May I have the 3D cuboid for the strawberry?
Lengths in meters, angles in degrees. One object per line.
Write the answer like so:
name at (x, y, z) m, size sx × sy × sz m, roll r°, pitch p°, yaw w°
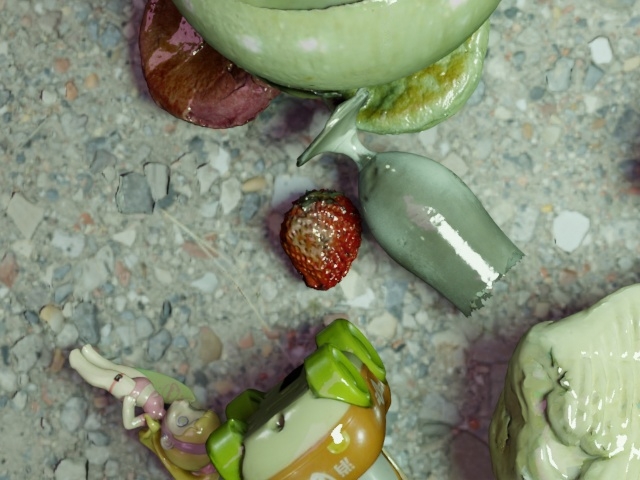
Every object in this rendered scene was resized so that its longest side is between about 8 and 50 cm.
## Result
strawberry at (0.000, 0.000, 1.475) m, size 0.083 × 0.083 × 0.096 m, roll 7°, pitch 102°, yaw 15°

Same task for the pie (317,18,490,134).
pie at (0.073, -0.192, 1.487) m, size 0.186 × 0.041 × 0.187 m, roll -1°, pitch 85°, yaw 15°

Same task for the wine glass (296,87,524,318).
wine glass at (0.087, -0.034, 1.429) m, size 0.222 × 0.103 × 0.103 m, roll 44°, pitch 97°, yaw 0°

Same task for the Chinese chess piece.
Chinese chess piece at (0.018, -0.301, 1.406) m, size 0.349 × 0.146 × 0.349 m, roll -4°, pitch 63°, yaw 8°

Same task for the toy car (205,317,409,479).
toy car at (0.025, 0.204, 1.391) m, size 0.145 × 0.235 × 0.235 m, roll -39°, pitch 78°, yaw 10°

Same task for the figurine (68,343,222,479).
figurine at (-0.168, 0.168, 1.513) m, size 0.187 × 0.083 × 0.083 m, roll 34°, pitch 95°, yaw 8°

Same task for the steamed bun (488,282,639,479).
steamed bun at (0.285, 0.180, 1.333) m, size 0.280 × 0.207 × 0.268 m, roll -23°, pitch 79°, yaw -15°

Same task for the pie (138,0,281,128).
pie at (-0.101, -0.198, 1.522) m, size 0.182 × 0.049 × 0.182 m, roll -2°, pitch 85°, yaw 24°
